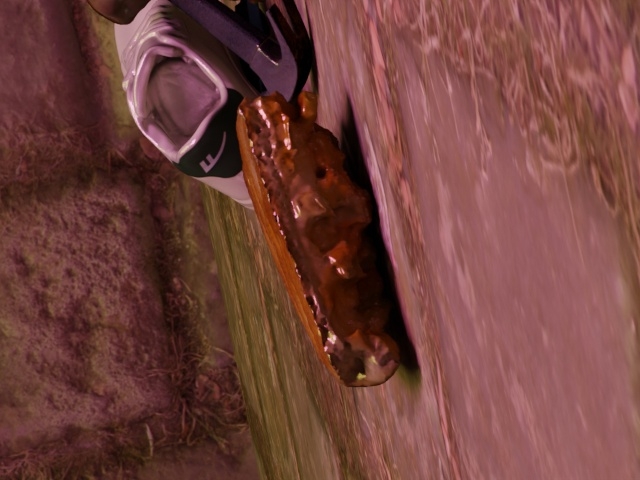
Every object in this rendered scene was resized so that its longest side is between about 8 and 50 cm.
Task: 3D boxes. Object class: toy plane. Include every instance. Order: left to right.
[{"bbox_3d":[-0.080,-0.161,2.050,0.169,0.078,0.246,179,79,-83],"label":"toy plane"}]

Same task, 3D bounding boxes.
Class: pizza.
[{"bbox_3d":[0.002,0.018,1.663,0.268,0.087,0.258,103,150,-78],"label":"pizza"}]

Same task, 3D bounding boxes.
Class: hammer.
[{"bbox_3d":[-0.128,-0.234,1.771,0.290,0.037,0.137,39,143,4],"label":"hammer"}]

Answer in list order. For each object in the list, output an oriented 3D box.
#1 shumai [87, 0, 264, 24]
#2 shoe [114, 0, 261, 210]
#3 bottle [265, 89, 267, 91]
[{"bbox_3d":[-0.149,-0.316,1.837,0.272,0.203,0.222,95,162,-59],"label":"shumai"},{"bbox_3d":[-0.152,-0.167,1.944,0.160,0.132,0.363,26,-161,-46],"label":"shoe"},{"bbox_3d":[-0.076,-0.173,2.141,0.063,0.047,0.101,53,-158,-83],"label":"bottle"}]
